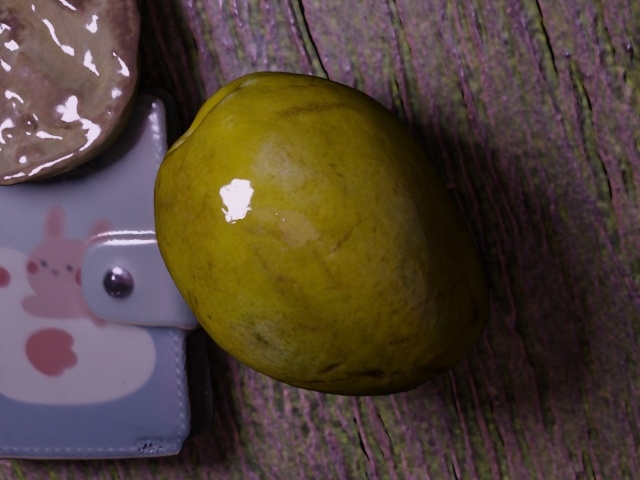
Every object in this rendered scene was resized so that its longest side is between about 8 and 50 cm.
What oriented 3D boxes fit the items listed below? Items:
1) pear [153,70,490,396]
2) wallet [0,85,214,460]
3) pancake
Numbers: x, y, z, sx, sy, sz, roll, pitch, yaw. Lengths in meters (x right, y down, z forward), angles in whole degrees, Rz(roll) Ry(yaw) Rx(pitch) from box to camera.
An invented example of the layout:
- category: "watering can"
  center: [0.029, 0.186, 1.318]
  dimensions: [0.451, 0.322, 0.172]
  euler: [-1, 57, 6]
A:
- category: "pear"
  center: [0.000, 0.000, 1.293]
  dimensions: [0.253, 0.253, 0.307]
  euler: [-38, 108, 13]
- category: "wallet"
  center: [-0.224, 0.028, 1.415]
  dimensions: [0.252, 0.083, 0.360]
  euler: [-1, 101, 13]
- category: "pancake"
  center: [-0.287, -0.190, 1.357]
  dimensions: [0.294, 0.049, 0.294]
  euler: [-1, 84, 13]
